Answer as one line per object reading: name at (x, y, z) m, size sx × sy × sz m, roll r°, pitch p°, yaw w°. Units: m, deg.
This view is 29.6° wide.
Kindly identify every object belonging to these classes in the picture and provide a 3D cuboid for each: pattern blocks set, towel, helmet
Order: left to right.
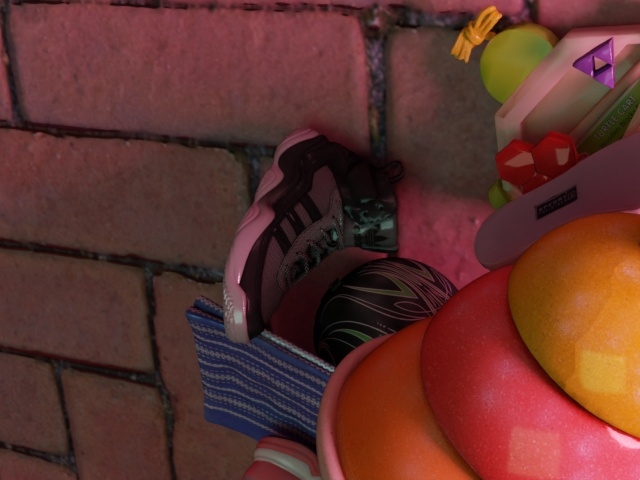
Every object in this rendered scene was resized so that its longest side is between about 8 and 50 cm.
towel at (-0.042, 0.194, 1.413) m, size 0.243 × 0.040 × 0.336 m, roll 26°, pitch 156°, yaw 12°
helmet at (0.088, 0.101, 1.330) m, size 0.161 × 0.169 × 0.169 m, roll -20°, pitch 104°, yaw 47°
pattern blocks set at (0.353, -0.054, 1.119) m, size 0.325 × 0.026 × 0.285 m, roll 41°, pitch 125°, yaw 4°

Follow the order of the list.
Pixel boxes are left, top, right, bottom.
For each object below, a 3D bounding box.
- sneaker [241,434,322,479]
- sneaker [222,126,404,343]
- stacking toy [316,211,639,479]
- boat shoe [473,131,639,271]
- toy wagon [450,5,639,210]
sneaker at (0.005, 0.384, 1.489) m, size 0.314 × 0.136 × 0.116 m, roll 46°, pitch 151°, yaw -15°
sneaker at (0.000, 0.000, 1.273) m, size 0.153 × 0.269 × 0.101 m, roll 13°, pitch 147°, yaw 14°
stacking toy at (0.244, 0.098, 1.015) m, size 0.350 × 0.350 × 0.480 m, roll 39°, pitch 126°, yaw 5°
boat shoe at (0.266, -0.024, 1.118) m, size 0.258 × 0.095 × 0.084 m, roll -23°, pitch 133°, yaw 40°
toy wagon at (0.281, -0.107, 1.189) m, size 0.344 × 0.068 × 0.267 m, roll 42°, pitch 124°, yaw 3°
